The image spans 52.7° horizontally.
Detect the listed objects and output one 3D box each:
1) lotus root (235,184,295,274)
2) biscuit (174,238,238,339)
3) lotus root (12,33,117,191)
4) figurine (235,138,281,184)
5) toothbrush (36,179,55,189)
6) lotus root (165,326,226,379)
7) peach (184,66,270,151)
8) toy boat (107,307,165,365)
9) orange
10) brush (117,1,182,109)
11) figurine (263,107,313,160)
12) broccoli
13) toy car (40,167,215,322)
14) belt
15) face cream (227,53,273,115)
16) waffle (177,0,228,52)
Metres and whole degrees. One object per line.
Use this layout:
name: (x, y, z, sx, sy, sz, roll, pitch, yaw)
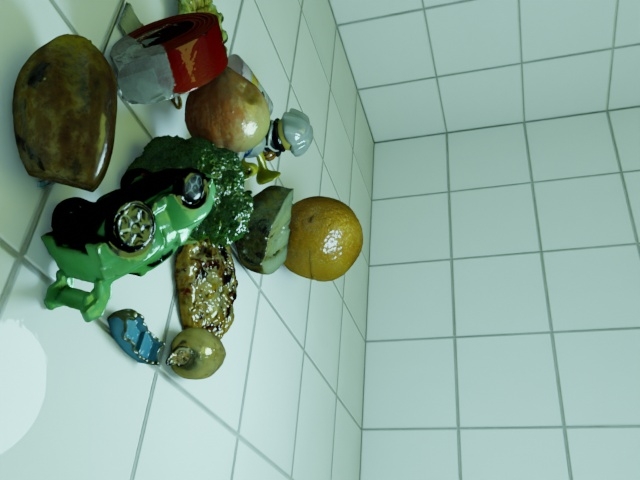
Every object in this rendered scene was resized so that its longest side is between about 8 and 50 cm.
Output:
lotus root: (-0.194, -0.014, 2.048, 0.260, 0.149, 0.267, -55, 155, -60)
biscuit: (-0.297, 0.113, 1.754, 0.289, 0.081, 0.334, -46, 129, -68)
lotus root: (-0.460, -0.234, 1.169, 0.193, 0.193, 0.291, 36, 53, -69)
figurine: (-0.274, -0.303, 1.852, 0.283, 0.204, 0.338, -45, 128, -50)
toothbrush: (-0.498, -0.123, 1.253, 0.162, 0.014, 0.017, -53, 154, -68)
lotus root: (-0.309, 0.280, 1.595, 0.221, 0.118, 0.125, 37, 34, -70)
peach: (-0.235, -0.334, 1.623, 0.232, 0.232, 0.233, -6, 90, -74)
toy boat: (-0.391, 0.202, 1.394, 0.185, 0.077, 0.075, 67, 24, -46)
orange: (0.000, 0.000, 2.387, 0.357, 0.321, 0.322, 59, 30, -68)
brush: (-0.420, -0.446, 1.631, 0.314, 0.017, 0.090, 63, 29, -53)
figurine: (-0.140, -0.344, 2.163, 0.176, 0.236, 0.133, 62, 26, -50)
broccoli: (-0.304, -0.103, 1.530, 0.283, 0.303, 0.321, 113, -9, -50)
toy car: (-0.361, -0.018, 1.225, 0.358, 0.213, 0.177, -38, 123, -44)
belt: (-0.345, -0.423, 1.482, 0.324, 0.227, 0.115, -61, 147, -48)
face cream: (-0.223, -0.460, 1.986, 0.269, 0.073, 0.107, 44, 47, -69)
waffle: (-0.342, -0.608, 1.853, 0.317, 0.073, 0.297, 50, 37, -67)
